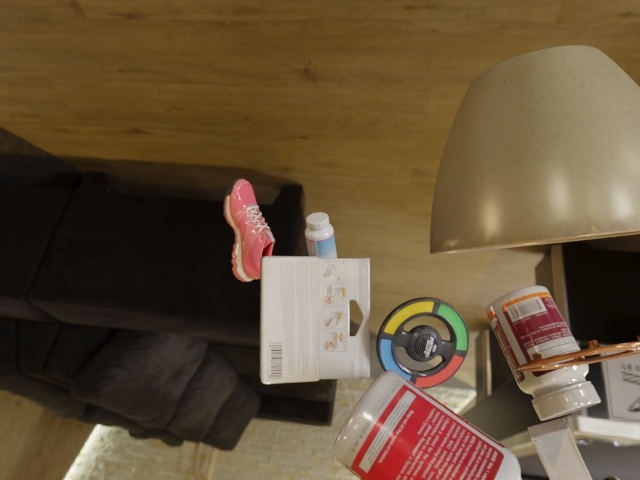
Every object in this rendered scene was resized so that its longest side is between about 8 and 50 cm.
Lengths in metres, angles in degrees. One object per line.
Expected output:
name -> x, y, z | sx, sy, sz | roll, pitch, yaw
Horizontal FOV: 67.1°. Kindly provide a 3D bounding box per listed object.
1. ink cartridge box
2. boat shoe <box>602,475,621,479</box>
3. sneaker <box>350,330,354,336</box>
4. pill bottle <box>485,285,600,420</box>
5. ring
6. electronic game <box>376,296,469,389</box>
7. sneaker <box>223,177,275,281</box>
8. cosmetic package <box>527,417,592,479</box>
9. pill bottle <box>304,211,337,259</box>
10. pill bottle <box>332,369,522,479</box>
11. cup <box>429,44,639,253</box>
ink cartridge box -> -0.014, 0.186, 1.166 | 0.262, 0.295, 0.066 | 1, 177, -11
boat shoe -> 0.619, 0.618, 1.072 | 0.065, 0.205, 0.075 | 1, -160, -24
sneaker -> -0.011, 0.262, 1.397 | 0.107, 0.281, 0.162 | 0, 126, -28
pill bottle -> 0.727, 0.367, 1.589 | 0.224, 0.391, 0.224 | -13, 152, -7
ring -> 0.681, 0.292, 1.241 | 0.337, 0.032, 0.336 | -6, 157, -3
electronic game -> 0.246, 0.247, 1.154 | 0.230, 0.229, 0.048 | 15, -175, -11
sneaker -> -0.192, -0.032, 1.435 | 0.136, 0.313, 0.116 | 0, -169, 32
cosmetic package -> 0.638, 0.591, 1.257 | 0.099, 0.238, 0.060 | -24, -176, 16
pill bottle -> 0.000, 0.000, 1.445 | 0.087, 0.087, 0.160 | 2, 124, 15
pill bottle -> 0.247, 0.470, 0.985 | 0.408, 0.229, 0.229 | 31, 160, 22
cup -> 0.303, -0.113, 0.652 | 0.332, 0.236, 0.331 | -6, 177, 0
